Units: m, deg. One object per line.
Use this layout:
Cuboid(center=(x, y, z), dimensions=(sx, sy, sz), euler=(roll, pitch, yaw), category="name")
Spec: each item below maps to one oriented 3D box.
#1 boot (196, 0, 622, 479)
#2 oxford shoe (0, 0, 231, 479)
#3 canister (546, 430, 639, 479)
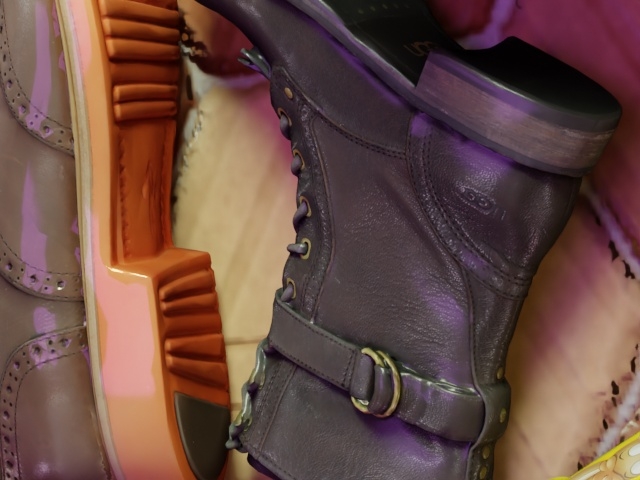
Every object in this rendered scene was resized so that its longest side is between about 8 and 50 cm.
Cuboid(center=(0.000, 0.000, 0.864), dimensions=(0.263, 0.091, 0.229), euler=(34, 117, 34), category="boot")
Cuboid(center=(-0.135, -0.052, 0.901), dimensions=(0.133, 0.130, 0.363), euler=(-8, 86, 15), category="oxford shoe")
Cuboid(center=(0.169, 0.115, 0.767), dimensions=(0.170, 0.073, 0.126), euler=(-39, 72, 25), category="canister")
